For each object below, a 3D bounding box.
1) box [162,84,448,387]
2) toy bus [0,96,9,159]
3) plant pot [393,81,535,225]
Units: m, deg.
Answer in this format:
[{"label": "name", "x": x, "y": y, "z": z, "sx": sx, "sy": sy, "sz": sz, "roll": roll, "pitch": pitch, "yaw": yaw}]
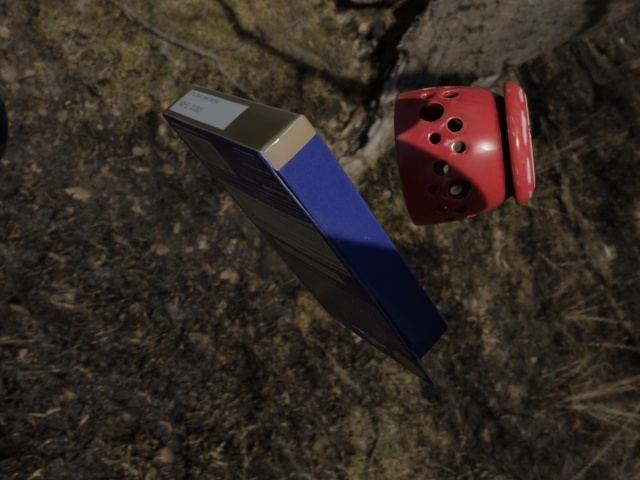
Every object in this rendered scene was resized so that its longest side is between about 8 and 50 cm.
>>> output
[{"label": "box", "x": 0.000, "y": 0.000, "z": 0.446, "sx": 0.036, "sy": 0.136, "sz": 0.225, "roll": -45, "pitch": 127, "yaw": -13}, {"label": "toy bus", "x": -0.333, "y": -0.074, "z": 0.476, "sx": 0.211, "sy": 0.150, "sz": 0.220, "roll": 107, "pitch": -17, "yaw": -69}, {"label": "plant pot", "x": 0.202, "y": -0.121, "z": 0.938, "sx": 0.191, "sy": 0.174, "sz": 0.191, "roll": -5, "pitch": 90, "yaw": -73}]
